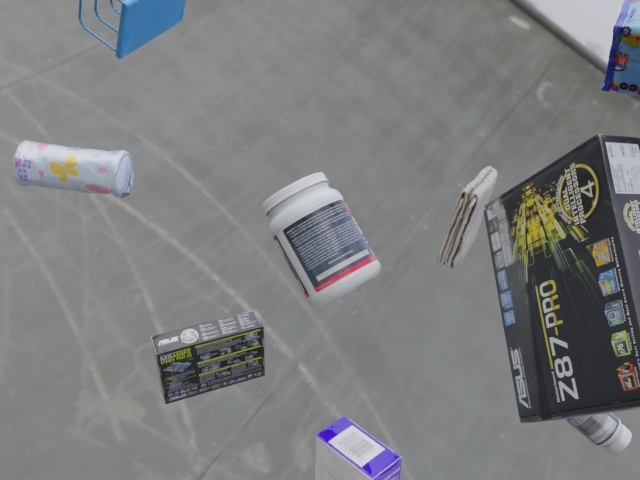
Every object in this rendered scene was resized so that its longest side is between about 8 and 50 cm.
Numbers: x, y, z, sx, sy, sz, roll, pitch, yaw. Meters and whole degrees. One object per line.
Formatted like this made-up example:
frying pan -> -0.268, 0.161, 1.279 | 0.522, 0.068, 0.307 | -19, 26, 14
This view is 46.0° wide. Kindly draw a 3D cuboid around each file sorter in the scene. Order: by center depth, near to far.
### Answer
file sorter -> -0.324, -0.422, 1.312 | 0.104, 0.118, 0.170 | 36, 51, 7

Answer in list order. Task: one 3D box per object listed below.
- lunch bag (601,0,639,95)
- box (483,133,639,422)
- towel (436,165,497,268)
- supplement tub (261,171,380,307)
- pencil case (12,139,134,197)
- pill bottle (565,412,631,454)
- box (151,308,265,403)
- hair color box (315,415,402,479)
lunch bag -> 0.594, -0.360, 1.186 | 0.220, 0.293, 0.138 | 16, -31, 20
box -> 0.408, 0.075, 1.196 | 0.097, 0.318, 0.395 | 0, 73, -19
towel -> 0.330, -0.052, 1.663 | 0.049, 0.187, 0.282 | 23, 24, 15
supplement tub -> 0.000, 0.000, 1.752 | 0.272, 0.191, 0.191 | 61, 19, 5
pencil case -> -0.585, -0.171, 1.795 | 0.273, 0.114, 0.124 | 6, 5, 2
pill bottle -> 0.578, 0.382, 1.584 | 0.137, 0.078, 0.078 | 40, 16, -2
box -> -0.274, 0.292, 1.889 | 0.270, 0.216, 0.060 | -14, 47, -16
hair color box -> 0.083, 0.609, 1.789 | 0.110, 0.339, 0.185 | -23, 38, -38
